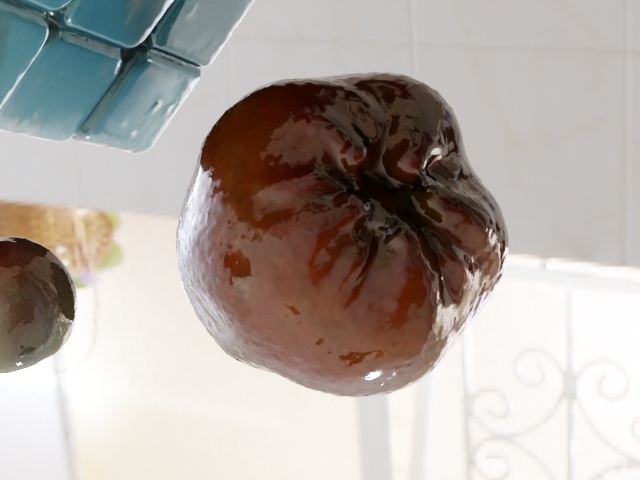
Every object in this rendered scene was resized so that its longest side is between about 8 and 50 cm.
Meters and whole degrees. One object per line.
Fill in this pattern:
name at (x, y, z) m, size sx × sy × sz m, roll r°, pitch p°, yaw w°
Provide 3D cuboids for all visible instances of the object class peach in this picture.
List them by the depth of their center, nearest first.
peach at (-0.184, 0.037, 0.832) m, size 0.083 × 0.083 × 0.083 m, roll -4°, pitch -159°, yaw 2°

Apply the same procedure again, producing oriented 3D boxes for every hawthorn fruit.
hawthorn fruit at (0.000, 0.000, 0.980) m, size 0.224 × 0.224 × 0.261 m, roll -16°, pitch 175°, yaw -29°

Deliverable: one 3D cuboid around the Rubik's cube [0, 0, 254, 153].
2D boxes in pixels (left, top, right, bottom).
Rubik's cube at (-0.202, -0.279, 0.908) m, size 0.319 × 0.322 × 0.316 m, roll 40°, pitch -171°, yaw 17°
